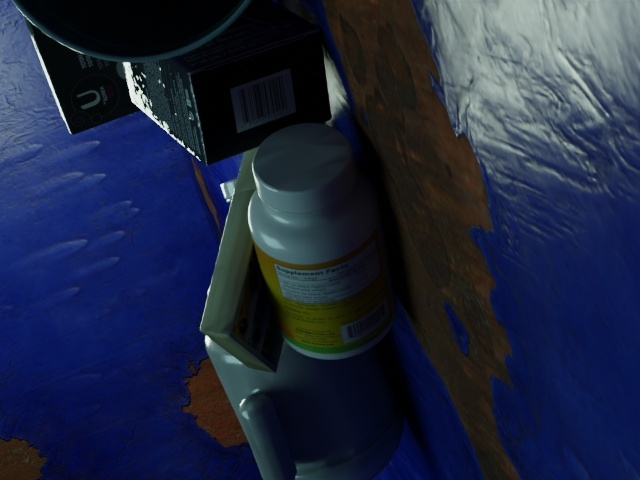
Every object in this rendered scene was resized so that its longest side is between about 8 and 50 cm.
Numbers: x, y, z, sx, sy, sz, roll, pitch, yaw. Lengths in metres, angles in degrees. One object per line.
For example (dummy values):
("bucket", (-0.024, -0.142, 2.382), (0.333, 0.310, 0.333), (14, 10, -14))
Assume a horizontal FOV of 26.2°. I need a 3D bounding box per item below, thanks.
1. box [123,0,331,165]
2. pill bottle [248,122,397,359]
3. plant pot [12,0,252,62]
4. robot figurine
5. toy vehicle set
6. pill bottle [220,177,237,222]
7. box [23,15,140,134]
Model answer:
("box", (-0.106, -0.183, 1.452), (0.207, 0.153, 0.108), (39, 145, 50))
("pill bottle", (0.000, 0.000, 1.438), (0.245, 0.136, 0.136), (77, 168, -46))
("plant pot", (-0.166, -0.325, 1.350), (0.255, 0.272, 0.271), (-80, -28, -76))
("robot figurine", (-0.016, 0.175, 1.735), (0.300, 0.200, 0.353), (-51, -54, -49))
("toy vehicle set", (-0.060, -0.001, 1.535), (0.166, 0.035, 0.266), (49, -129, -66))
("pill bottle", (-0.077, -0.012, 2.017), (0.108, 0.108, 0.180), (-173, 62, -81))
("box", (-0.252, -0.284, 1.884), (0.143, 0.270, 0.165), (-123, 15, -54))
